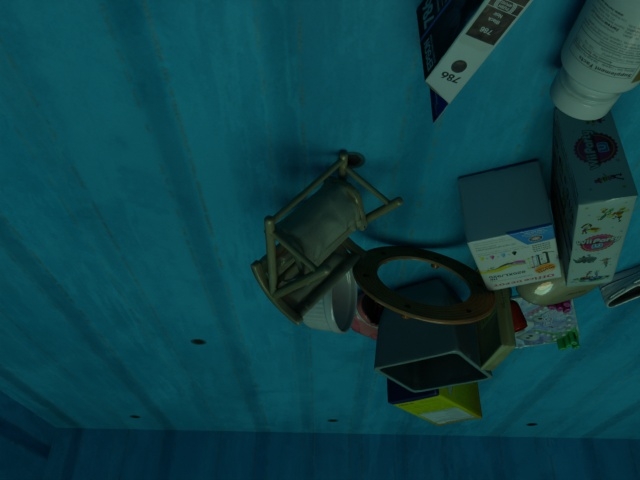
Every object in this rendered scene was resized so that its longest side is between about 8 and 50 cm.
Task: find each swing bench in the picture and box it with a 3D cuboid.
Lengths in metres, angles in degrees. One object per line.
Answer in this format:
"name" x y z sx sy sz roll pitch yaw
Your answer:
"swing bench" 0.000 0.000 1.188 0.165 0.253 0.255 41 147 9

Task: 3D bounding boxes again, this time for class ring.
"ring" 0.237 0.102 1.327 0.336 0.337 0.032 6 115 -7

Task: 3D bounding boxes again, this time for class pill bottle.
"pill bottle" 0.438 -0.296 0.852 0.131 0.131 0.229 3 148 -3

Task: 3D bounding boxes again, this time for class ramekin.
"ramekin" 0.015 0.138 1.491 0.108 0.207 0.207 -2 149 22

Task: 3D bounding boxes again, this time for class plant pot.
"plant pot" 0.308 0.257 1.613 0.247 0.252 0.247 -20 142 29

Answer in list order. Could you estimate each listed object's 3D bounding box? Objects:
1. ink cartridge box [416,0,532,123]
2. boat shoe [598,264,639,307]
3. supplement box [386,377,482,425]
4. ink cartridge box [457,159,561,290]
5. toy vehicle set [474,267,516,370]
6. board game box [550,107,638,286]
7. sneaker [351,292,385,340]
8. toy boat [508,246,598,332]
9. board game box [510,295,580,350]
"ink cartridge box" 0.210 -0.330 0.776 0.065 0.166 0.333 12 145 -17
"boat shoe" 0.876 0.111 1.519 0.095 0.084 0.258 22 142 -29
"supplement box" 0.416 0.529 2.091 0.194 0.195 0.356 -22 140 32
"ink cartridge box" 0.414 -0.024 1.245 0.171 0.168 0.233 -13 146 20
"toy vehicle set" 0.439 0.178 1.472 0.035 0.267 0.166 4 148 -3
"board game box" 0.512 -0.079 1.104 0.097 0.224 0.303 -8 147 16
"sneaker" 0.170 0.254 1.773 0.136 0.116 0.314 -12 140 38
"toy boat" 0.556 0.105 1.459 0.267 0.148 0.318 -4 149 -33
"board game box" 0.618 0.289 1.842 0.389 0.050 0.390 -13 145 21
